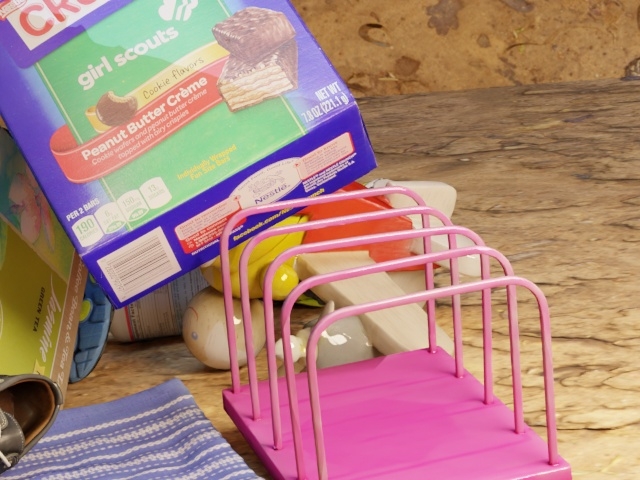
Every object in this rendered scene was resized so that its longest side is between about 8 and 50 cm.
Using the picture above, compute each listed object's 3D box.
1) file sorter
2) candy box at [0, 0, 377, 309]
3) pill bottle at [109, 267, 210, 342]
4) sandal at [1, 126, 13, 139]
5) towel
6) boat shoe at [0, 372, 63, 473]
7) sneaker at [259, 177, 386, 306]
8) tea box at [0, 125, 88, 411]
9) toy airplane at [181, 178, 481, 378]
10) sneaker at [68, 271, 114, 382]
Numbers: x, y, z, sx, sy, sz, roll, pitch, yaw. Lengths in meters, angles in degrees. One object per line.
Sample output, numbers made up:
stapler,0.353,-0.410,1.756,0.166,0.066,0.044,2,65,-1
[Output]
file sorter,0.045,0.082,1.542,0.202,0.182,0.291,-10,18,-14
candy box,-0.145,-0.142,1.702,0.268,0.317,0.122,-29,-29,-6
pill bottle,-0.179,0.062,2.074,0.160,0.087,0.087,-7,12,0
sandal,-0.350,-0.032,2.007,0.168,0.107,0.445,5,-24,-1
towel,-0.188,0.190,1.596,0.243,0.040,0.336,-11,13,-14
boat shoe,-0.280,0.158,1.559,0.079,0.084,0.233,-6,12,17
sneaker,0.000,0.000,2.224,0.121,0.111,0.300,-5,10,30
tea box,-0.427,0.021,1.760,0.329,0.220,0.323,-3,-27,21
toy airplane,-0.031,0.012,1.925,0.384,0.272,0.386,32,7,4
sneaker,-0.224,0.055,1.965,0.067,0.188,0.078,8,-14,21
